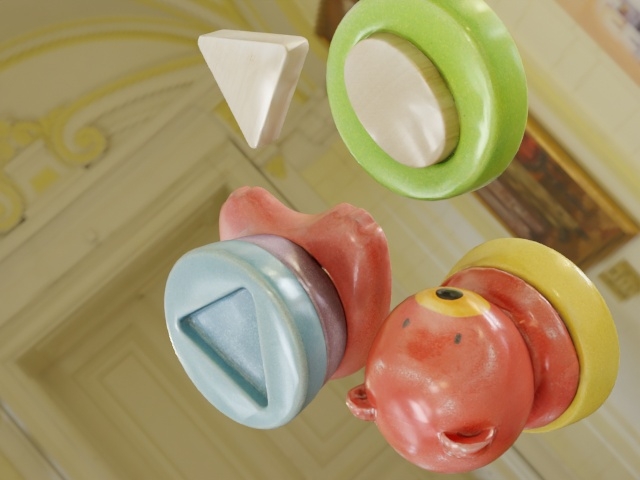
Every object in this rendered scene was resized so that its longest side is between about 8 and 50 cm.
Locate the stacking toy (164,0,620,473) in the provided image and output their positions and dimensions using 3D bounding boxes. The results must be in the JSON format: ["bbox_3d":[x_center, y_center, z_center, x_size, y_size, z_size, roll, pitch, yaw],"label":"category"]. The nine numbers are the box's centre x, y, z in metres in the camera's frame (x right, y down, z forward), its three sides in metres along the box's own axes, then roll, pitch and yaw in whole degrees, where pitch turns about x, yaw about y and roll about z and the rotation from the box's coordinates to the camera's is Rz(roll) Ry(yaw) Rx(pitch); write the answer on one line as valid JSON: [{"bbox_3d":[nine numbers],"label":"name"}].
[{"bbox_3d":[0.000,0.000,0.680,0.309,0.280,0.130,1,21,44],"label":"stacking toy"}]
